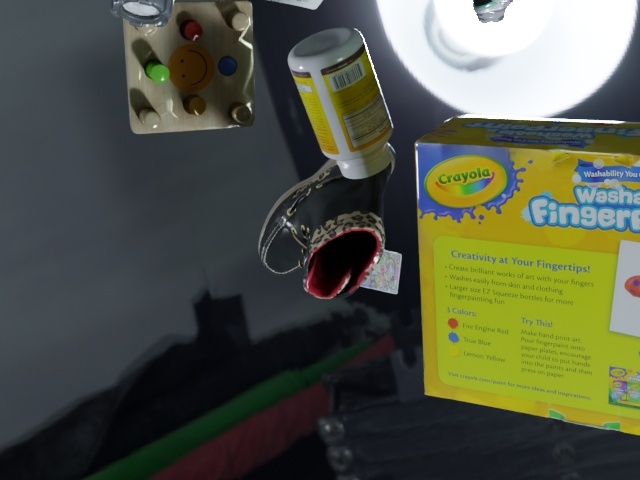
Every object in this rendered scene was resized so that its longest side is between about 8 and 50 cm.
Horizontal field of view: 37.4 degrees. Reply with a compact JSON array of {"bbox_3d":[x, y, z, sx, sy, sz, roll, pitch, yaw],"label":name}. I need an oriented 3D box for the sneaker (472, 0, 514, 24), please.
[{"bbox_3d":[0.280,-0.364,1.448,0.098,0.038,0.069,-26,148,3],"label":"sneaker"}]

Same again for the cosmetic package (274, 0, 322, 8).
[{"bbox_3d":[-0.058,-0.606,1.954,0.151,0.183,0.151,3,147,-34],"label":"cosmetic package"}]

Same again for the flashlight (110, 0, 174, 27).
[{"bbox_3d":[-0.274,-0.505,1.545,0.103,0.304,0.103,8,166,-15],"label":"flashlight"}]

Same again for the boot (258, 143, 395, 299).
[{"bbox_3d":[0.000,0.000,1.792,0.377,0.138,0.284,-41,-155,29],"label":"boot"}]

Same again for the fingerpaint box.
[{"bbox_3d":[0.360,0.041,1.208,0.445,0.371,0.163,6,-158,28],"label":"fingerpaint box"}]

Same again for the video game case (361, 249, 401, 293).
[{"bbox_3d":[0.121,0.061,1.988,0.122,0.087,0.011,14,169,-39],"label":"video game case"}]

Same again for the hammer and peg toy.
[{"bbox_3d":[-0.249,-0.394,1.847,0.266,0.361,0.127,-5,-162,-18],"label":"hammer and peg toy"}]

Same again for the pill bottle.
[{"bbox_3d":[0.038,-0.203,1.426,0.117,0.215,0.117,-16,-148,10],"label":"pill bottle"}]
